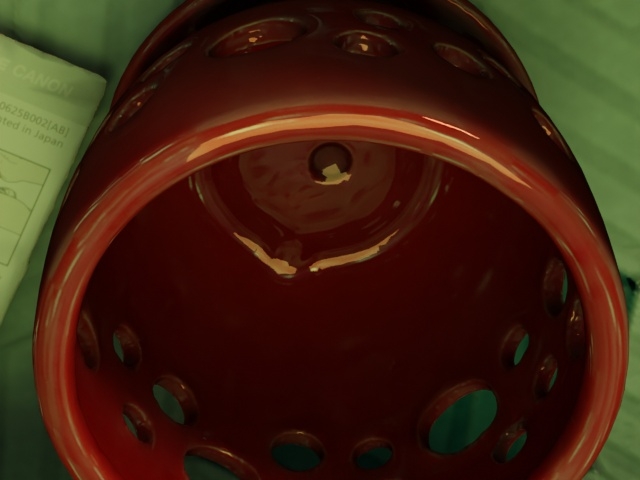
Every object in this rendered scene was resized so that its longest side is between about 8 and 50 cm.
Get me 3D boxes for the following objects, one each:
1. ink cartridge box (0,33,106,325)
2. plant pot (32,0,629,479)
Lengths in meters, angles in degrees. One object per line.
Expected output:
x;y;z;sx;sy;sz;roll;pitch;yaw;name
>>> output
-0.213;0.002;0.720;0.189;0.066;0.232;22;100;-15;ink cartridge box
0.000;0.000;0.647;0.191;0.174;0.191;-2;121;-3;plant pot
